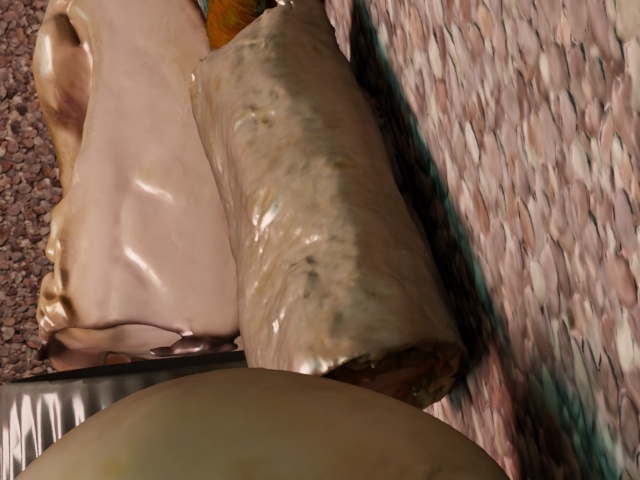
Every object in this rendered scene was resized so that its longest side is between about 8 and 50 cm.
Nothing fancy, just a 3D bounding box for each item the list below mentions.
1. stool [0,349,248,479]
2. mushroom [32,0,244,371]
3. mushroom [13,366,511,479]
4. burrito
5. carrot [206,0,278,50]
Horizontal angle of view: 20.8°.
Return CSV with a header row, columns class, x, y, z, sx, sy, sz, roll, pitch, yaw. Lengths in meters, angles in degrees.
class,x,y,z,sx,sy,sz,roll,pitch,yaw
stool,-0.077,0.246,1.199,0.297,0.297,0.330,164,101,-82
mushroom,-0.158,-0.064,1.729,0.313,0.224,0.397,49,-144,-78
mushroom,0.001,0.215,0.802,0.336,0.314,0.314,29,-136,-62
burrito,0.001,-0.003,0.944,0.143,0.105,0.299,93,166,-44
carrot,-0.034,-0.188,1.055,0.260,0.070,0.070,98,160,-64
